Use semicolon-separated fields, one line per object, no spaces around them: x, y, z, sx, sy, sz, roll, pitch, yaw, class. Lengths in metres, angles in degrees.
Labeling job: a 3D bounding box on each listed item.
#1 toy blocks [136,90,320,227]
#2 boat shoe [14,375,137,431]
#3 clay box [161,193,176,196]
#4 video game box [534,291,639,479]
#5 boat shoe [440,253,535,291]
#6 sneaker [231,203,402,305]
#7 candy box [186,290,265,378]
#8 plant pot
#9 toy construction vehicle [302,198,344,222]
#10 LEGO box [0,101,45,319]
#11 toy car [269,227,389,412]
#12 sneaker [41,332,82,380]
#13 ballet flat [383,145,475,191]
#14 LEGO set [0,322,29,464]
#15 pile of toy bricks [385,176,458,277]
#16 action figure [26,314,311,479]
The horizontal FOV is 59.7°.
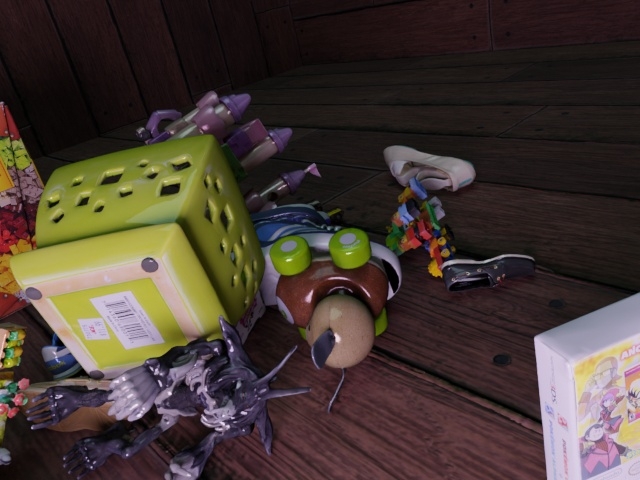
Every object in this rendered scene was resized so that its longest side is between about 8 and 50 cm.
-0.174;-0.173;1.140;0.260;0.288;0.309;-39;27;-11;toy blocks
-0.306;0.205;0.716;0.170;0.063;0.059;3;25;13;boat shoe
-0.421;-0.066;1.358;0.222;0.053;0.127;0;27;25;clay box
0.269;0.124;0.433;0.205;0.187;0.048;-18;25;-12;video game box
0.239;0.049;0.788;0.133;0.049;0.042;-6;53;1;boat shoe
0.000;0.000;0.902;0.322;0.130;0.236;-6;29;29;sneaker
-0.220;0.123;0.825;0.233;0.071;0.159;-2;29;23;candy box
-0.210;0.031;0.680;0.227;0.228;0.207;-11;36;9;plant pot
-0.012;-0.045;1.133;0.098;0.035;0.086;-25;38;-19;toy construction vehicle
-0.762;-0.082;1.185;0.500;0.372;0.193;11;34;43;LEGO box
0.008;0.105;0.675;0.149;0.155;0.188;-7;38;13;toy car
-0.367;0.149;0.853;0.053;0.059;0.144;-23;19;21;sneaker
0.210;-0.149;1.189;0.086;0.086;0.248;-29;30;-31;ballet flat
-0.380;0.235;0.597;0.107;0.132;0.287;12;57;34;LEGO set
0.144;-0.010;0.910;0.105;0.118;0.212;-39;26;23;pile of toy bricks
-0.153;0.182;0.574;0.275;0.164;0.141;-17;13;16;action figure
